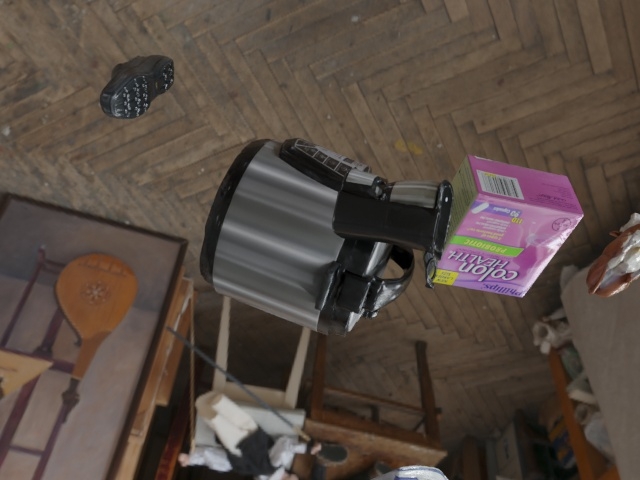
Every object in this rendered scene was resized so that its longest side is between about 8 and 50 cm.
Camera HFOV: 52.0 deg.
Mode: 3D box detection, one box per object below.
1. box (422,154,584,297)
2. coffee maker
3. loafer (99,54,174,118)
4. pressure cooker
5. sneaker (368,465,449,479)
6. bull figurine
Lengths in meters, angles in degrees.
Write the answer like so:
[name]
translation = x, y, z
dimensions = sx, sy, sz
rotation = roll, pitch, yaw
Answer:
[box]
translation = 0.343, -0.021, 1.283
dimensions = 0.214, 0.117, 0.242
rotation = 11, 134, -12
[coffee maker]
translation = 0.114, -0.030, 1.083
dimensions = 0.178, 0.171, 0.120
rotation = 9, 152, 23
[loafer]
translation = -0.316, -0.260, 1.097
dimensions = 0.078, 0.223, 0.076
rotation = 10, 122, 6
[pressure cooker]
translation = -0.001, 0.005, 1.415
dimensions = 0.421, 0.369, 0.375
rotation = 21, 156, 9
[sneaker]
translation = 0.228, 0.564, 1.272
dimensions = 0.127, 0.182, 0.316
rotation = -36, 129, 29
[bull figurine]
translation = 0.729, 0.019, 1.524
dimensions = 0.101, 0.310, 0.188
rotation = 42, 146, 9
